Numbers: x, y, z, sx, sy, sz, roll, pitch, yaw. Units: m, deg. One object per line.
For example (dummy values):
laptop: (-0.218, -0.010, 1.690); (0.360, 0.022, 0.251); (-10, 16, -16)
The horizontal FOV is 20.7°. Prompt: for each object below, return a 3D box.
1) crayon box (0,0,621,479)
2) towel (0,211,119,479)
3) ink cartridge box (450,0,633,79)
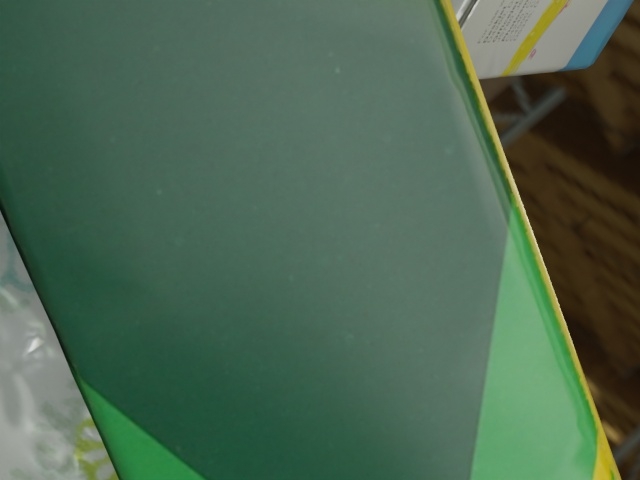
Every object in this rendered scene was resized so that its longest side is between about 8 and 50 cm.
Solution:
crayon box: (0.000, 0.000, 0.518); (0.363, 0.106, 0.313); (-97, 168, -76)
towel: (-0.237, 0.093, 0.703); (0.320, 0.374, 0.090); (47, 2, -35)
ink cartridge box: (0.068, -0.212, 0.876); (0.198, 0.197, 0.270); (36, 20, 16)
